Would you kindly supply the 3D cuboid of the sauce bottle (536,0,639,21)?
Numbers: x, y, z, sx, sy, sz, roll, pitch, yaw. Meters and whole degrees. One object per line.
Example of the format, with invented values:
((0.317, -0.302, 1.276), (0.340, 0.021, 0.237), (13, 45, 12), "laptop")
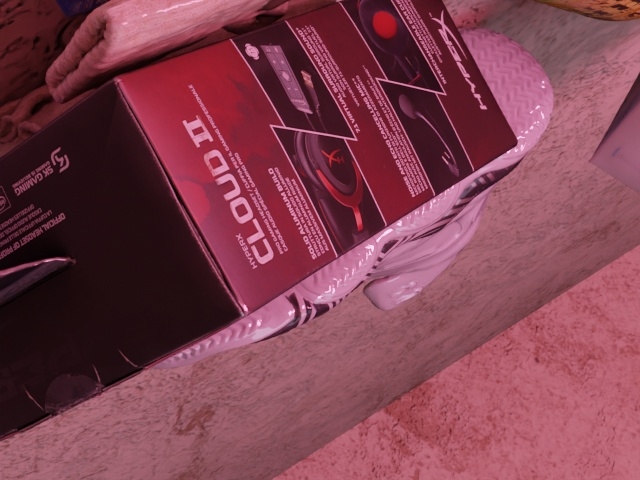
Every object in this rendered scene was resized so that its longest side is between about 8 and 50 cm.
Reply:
((0.171, -0.188, 0.806), (0.111, 0.111, 0.344), (-40, 166, 24), "sauce bottle")

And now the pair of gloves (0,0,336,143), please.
((-0.056, -0.107, 0.646), (0.204, 0.042, 0.240), (-29, -178, -25), "pair of gloves")

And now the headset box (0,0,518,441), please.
((-0.069, -0.012, 0.656), (0.218, 0.110, 0.293), (-27, -178, 37), "headset box")

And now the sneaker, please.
((0.000, 0.000, 0.988), (0.366, 0.137, 0.210), (-32, 163, -18), "sneaker")

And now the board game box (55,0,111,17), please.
((-0.072, -0.145, 0.608), (0.090, 0.020, 0.090), (-26, 165, -29), "board game box")

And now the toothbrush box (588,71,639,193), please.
((0.341, -0.172, 0.972), (0.295, 0.126, 0.216), (-57, 179, -30), "toothbrush box")
